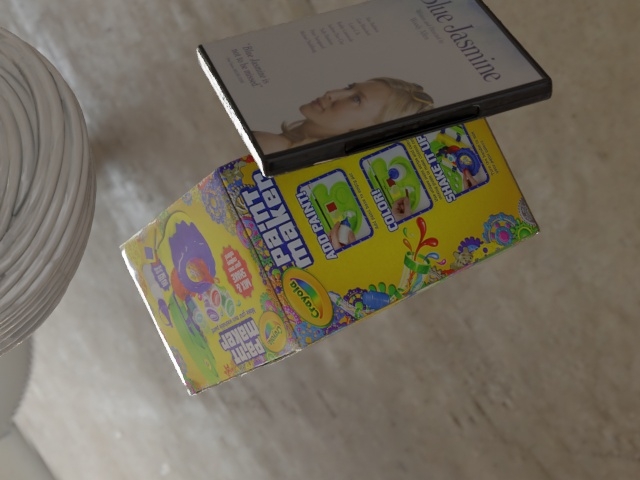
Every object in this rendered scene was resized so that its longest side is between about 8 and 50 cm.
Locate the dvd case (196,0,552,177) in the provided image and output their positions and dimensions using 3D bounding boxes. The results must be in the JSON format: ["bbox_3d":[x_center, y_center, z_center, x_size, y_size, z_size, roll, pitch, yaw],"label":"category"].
[{"bbox_3d":[0.042,-0.142,1.188,0.180,0.253,0.022,-121,19,-46],"label":"dvd case"}]

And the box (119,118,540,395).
[{"bbox_3d":[0.000,0.000,1.377,0.177,0.279,0.290,64,151,2],"label":"box"}]

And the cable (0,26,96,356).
[{"bbox_3d":[-0.275,-0.029,0.979,0.257,0.257,0.089,36,166,28],"label":"cable"}]
